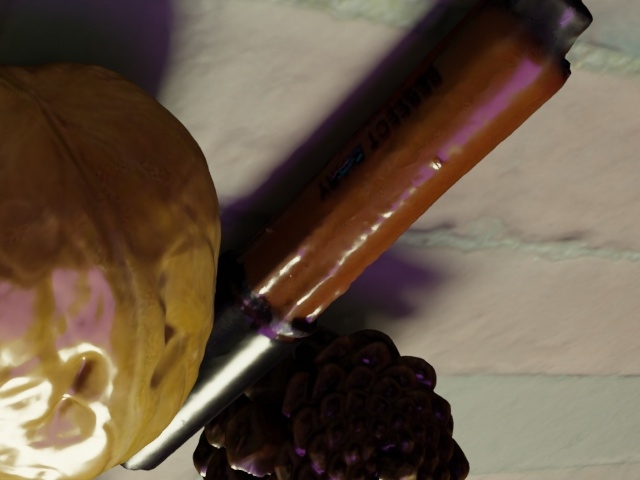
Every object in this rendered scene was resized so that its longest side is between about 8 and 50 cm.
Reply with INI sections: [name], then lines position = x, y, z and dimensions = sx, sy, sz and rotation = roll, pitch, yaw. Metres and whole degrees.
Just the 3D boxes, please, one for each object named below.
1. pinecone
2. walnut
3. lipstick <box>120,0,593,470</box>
[pinecone]
position = -0.001, 0.165, 0.804
dimensions = 0.207, 0.208, 0.208
rotation = -15, 143, -12
[walnut]
position = -0.144, 0.018, 0.543
dimensions = 0.193, 0.193, 0.226
rotation = -12, 139, -16
[lipstick]
position = 0.000, 0.000, 0.685
dimensions = 0.077, 0.077, 0.418
rotation = 21, 123, -44
